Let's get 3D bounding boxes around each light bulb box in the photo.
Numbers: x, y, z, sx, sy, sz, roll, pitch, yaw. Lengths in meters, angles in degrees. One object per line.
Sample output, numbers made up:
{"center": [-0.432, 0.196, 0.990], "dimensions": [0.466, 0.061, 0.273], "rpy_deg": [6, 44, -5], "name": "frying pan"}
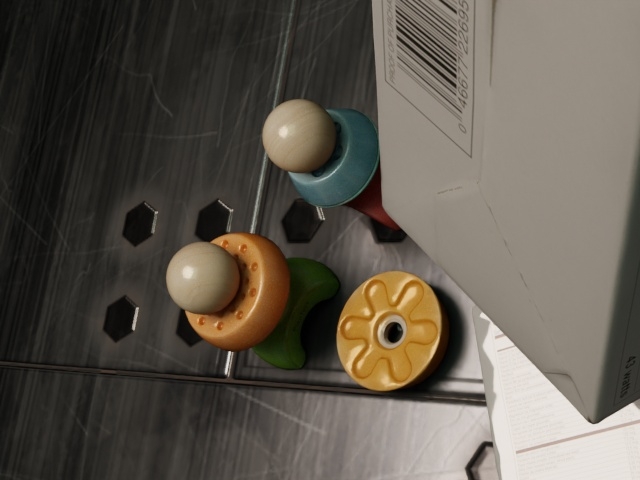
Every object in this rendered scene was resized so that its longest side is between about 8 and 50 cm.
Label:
{"center": [0.235, -0.149, 0.679], "dimensions": [0.361, 0.358, 0.225], "rpy_deg": [-26, 50, -19], "name": "light bulb box"}

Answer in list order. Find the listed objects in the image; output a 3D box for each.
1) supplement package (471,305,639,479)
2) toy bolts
{"center": [0.206, 0.152, 0.816], "dimensions": [0.139, 0.134, 0.244], "rpy_deg": [-20, 63, 29], "name": "supplement package"}
{"center": [0.000, 0.000, 1.005], "dimensions": [0.218, 0.158, 0.228], "rpy_deg": [19, 85, 39], "name": "toy bolts"}
